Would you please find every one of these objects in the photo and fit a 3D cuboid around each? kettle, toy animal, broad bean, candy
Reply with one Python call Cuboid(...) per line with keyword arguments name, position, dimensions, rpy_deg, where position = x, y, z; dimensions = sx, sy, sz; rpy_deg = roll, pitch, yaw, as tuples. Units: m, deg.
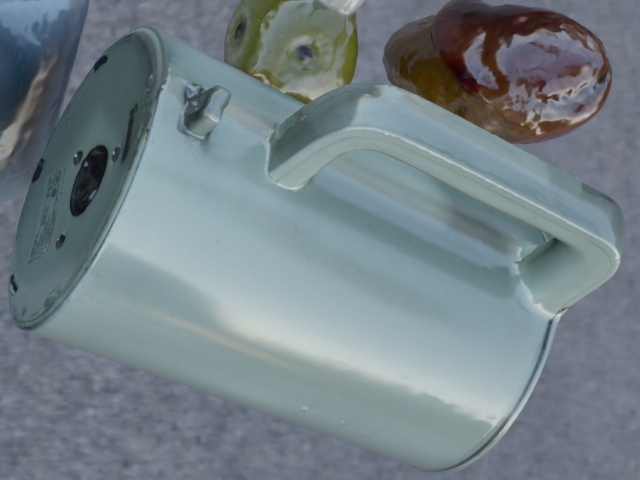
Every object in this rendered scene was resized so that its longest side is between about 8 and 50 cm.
Cuboid(name="kettle", position=(-0.005, -0.005, 1.033), dimensions=(0.318, 0.205, 0.265), rpy_deg=(25, 111, -24))
Cuboid(name="toy animal", position=(-0.040, -0.144, 1.441), dimensions=(0.180, 0.181, 0.363), rpy_deg=(-52, 156, -46))
Cuboid(name="broad bean", position=(0.163, -0.167, 1.502), dimensions=(0.156, 0.228, 0.122), rpy_deg=(-41, 137, -29))
Cuboid(name="candy", position=(-0.226, -0.100, 1.095), dimensions=(0.138, 0.071, 0.174), rpy_deg=(-17, 134, -51))
